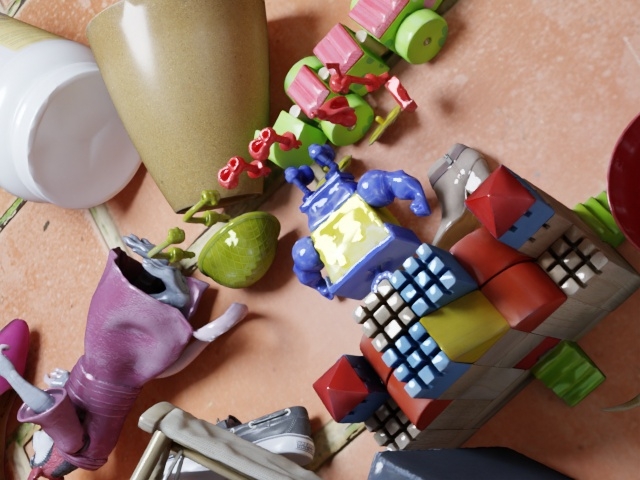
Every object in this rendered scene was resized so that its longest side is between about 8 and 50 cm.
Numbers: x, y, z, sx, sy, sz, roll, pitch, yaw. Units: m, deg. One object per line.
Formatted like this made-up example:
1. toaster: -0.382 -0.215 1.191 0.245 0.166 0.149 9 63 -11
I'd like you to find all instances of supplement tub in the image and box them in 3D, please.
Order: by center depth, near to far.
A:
1. supplement tub: -0.438 -0.196 1.294 0.331 0.241 0.241 26 95 34

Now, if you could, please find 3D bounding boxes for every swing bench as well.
1. swing bench: -0.102 0.337 0.962 0.253 0.165 0.254 24 93 11

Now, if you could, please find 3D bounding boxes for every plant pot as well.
1. plant pot: -0.160 -0.170 1.137 0.237 0.237 0.254 -14 88 30

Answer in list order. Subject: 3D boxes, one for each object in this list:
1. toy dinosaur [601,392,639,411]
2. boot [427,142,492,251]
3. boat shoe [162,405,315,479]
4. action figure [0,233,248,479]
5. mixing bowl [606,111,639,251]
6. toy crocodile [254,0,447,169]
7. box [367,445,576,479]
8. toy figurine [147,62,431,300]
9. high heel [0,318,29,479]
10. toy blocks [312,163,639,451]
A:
1. toy dinosaur: 0.358 0.112 0.829 0.183 0.053 0.092 -56 41 2
2. boot: 0.150 -0.051 1.000 0.118 0.042 0.087 -47 53 15
3. boat shoe: -0.107 0.253 1.085 0.228 0.080 0.076 -22 51 31
4. action figure: -0.277 0.189 1.172 0.276 0.248 0.370 25 93 8
5. mixing bowl: 0.370 -0.048 0.811 0.181 0.098 0.181 -7 76 28
6. toy crocodile: 0.044 -0.228 1.063 0.340 0.105 0.115 -48 59 15
7. box: 0.216 0.479 0.687 0.480 0.297 0.471 22 94 35
8. toy figurine: 0.000 0.000 1.004 0.362 0.191 0.217 -43 65 20
9. high heel: -0.473 0.317 1.318 0.181 0.127 0.377 20 87 6
10. toy blocks: 0.142 0.085 0.839 0.381 0.261 0.191 -47 59 17
